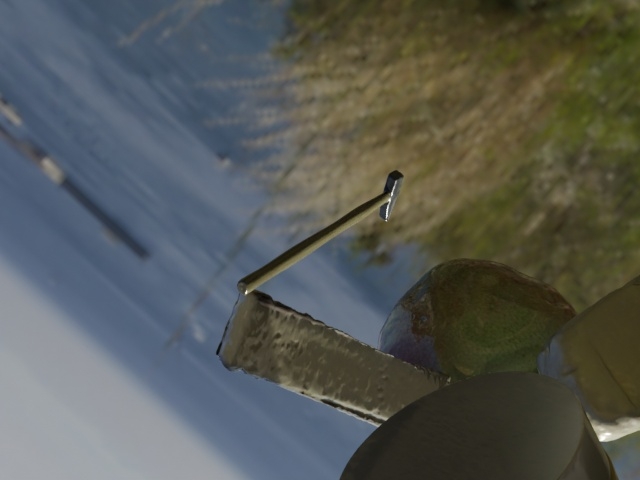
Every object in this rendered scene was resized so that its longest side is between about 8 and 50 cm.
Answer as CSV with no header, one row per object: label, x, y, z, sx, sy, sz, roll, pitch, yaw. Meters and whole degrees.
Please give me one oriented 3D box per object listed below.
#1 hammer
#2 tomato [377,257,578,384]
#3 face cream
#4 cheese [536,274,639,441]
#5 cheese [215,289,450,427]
hammer,0.000,0.000,1.558,0.013,0.199,0.062,42,144,23
tomato,0.228,0.168,2.355,0.303,0.303,0.239,40,144,16
face cream,0.145,0.243,1.389,0.179,0.218,0.218,62,165,-25
cheese,0.387,0.138,2.093,0.159,0.263,0.093,52,152,19
cheese,0.025,0.136,1.743,0.034,0.085,0.400,11,171,37
